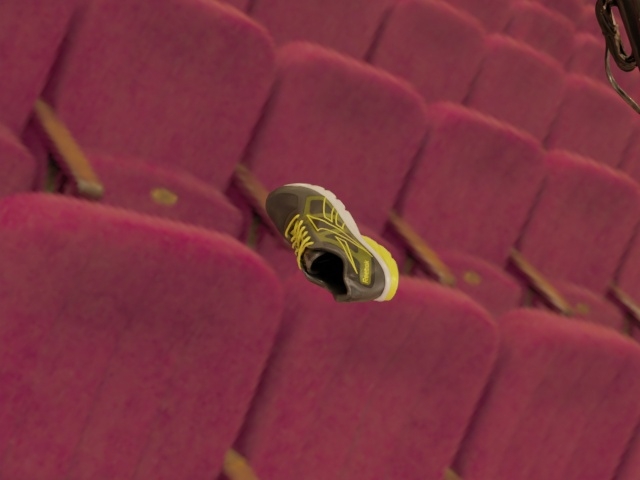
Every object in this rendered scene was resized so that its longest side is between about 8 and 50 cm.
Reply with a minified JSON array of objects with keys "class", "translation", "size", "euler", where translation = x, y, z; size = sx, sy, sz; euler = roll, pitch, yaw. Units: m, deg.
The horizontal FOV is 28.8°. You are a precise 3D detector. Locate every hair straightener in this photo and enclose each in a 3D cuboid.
[{"class":"hair straightener","translation":[0.239,-0.191,0.973],"size":[0.230,0.047,0.089],"euler":[63,-12,-25]}]

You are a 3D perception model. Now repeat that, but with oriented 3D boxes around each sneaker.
[{"class":"sneaker","translation":[0.000,0.000,0.587],"size":[0.083,0.031,0.035],"euler":[38,31,31]}]
